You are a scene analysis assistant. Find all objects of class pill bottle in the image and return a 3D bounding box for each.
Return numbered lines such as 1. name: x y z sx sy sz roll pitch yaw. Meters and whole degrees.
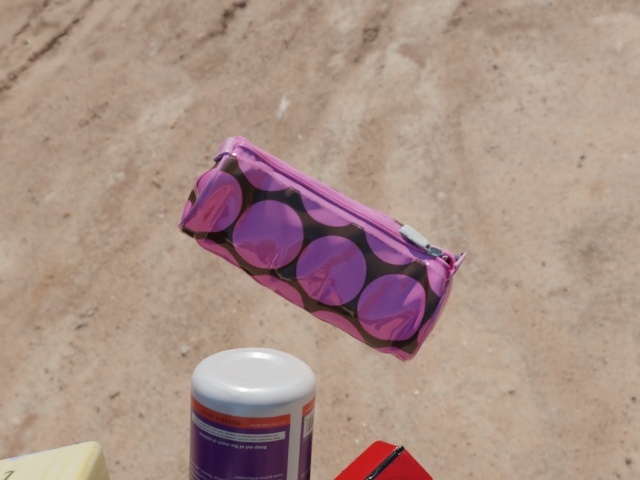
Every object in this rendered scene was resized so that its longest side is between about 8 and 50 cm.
1. pill bottle: -0.104 0.334 1.313 0.182 0.322 0.181 4 16 -1

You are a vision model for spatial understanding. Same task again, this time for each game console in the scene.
1. game console: 0.096 0.418 1.502 0.144 0.085 0.124 -38 75 -23

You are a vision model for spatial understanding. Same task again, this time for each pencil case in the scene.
1. pencil case: 0.000 0.000 0.664 0.209 0.098 0.095 27 47 1

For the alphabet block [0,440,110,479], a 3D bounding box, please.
1. alphabet block: -0.355 0.386 1.090 0.193 0.193 0.197 -13 11 0
